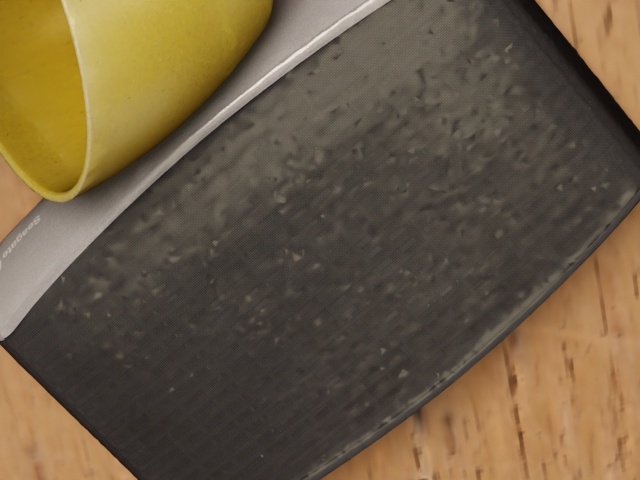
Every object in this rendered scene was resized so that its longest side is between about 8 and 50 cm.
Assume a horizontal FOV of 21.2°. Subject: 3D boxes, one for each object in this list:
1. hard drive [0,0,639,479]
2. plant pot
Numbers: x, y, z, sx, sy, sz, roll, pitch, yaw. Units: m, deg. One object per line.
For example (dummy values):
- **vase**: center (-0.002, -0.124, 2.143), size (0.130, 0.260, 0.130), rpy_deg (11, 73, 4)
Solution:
- **hard drive**: center (0.000, 0.000, 0.686), size (0.254, 0.054, 0.172), rpy_deg (-39, 108, 7)
- **plant pot**: center (-0.075, -0.093, 0.620), size (0.095, 0.134, 0.134), rpy_deg (-23, 112, -27)
